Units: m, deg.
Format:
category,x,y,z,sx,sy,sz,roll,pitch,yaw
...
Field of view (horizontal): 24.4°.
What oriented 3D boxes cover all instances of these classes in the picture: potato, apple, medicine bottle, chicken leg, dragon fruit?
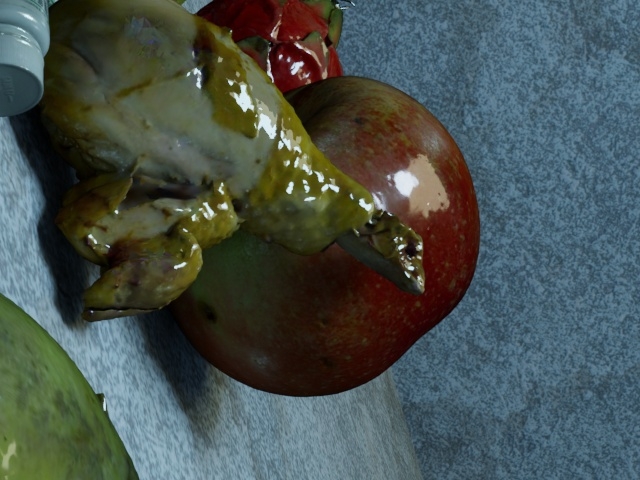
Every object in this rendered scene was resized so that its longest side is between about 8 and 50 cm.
category,x,y,z,sx,sy,sz,roll,pitch,yaw
potato,-0.198,0.112,0.835,0.255,0.112,0.269,66,10,-45
apple,0.000,0.000,1.544,0.277,0.348,0.348,57,15,-22
medicine bottle,-0.243,-0.163,1.104,0.080,0.080,0.130,63,14,-58
chicken leg,-0.095,-0.032,1.283,0.182,0.409,0.295,-36,-153,59
dragon fruit,-0.072,-0.207,1.750,0.293,0.233,0.234,-57,142,-34

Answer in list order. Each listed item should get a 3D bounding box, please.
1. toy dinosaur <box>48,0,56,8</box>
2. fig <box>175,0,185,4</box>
category,x,y,z,sx,sy,sz,roll,pitch,yaw
toy dinosaur,-0.243,-0.200,1.396,0.083,0.021,0.062,65,0,-48
fig,-0.196,-0.278,1.545,0.143,0.160,0.231,52,-38,28
